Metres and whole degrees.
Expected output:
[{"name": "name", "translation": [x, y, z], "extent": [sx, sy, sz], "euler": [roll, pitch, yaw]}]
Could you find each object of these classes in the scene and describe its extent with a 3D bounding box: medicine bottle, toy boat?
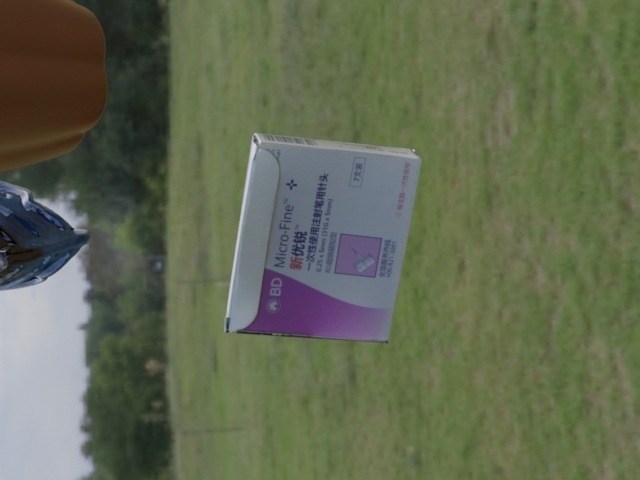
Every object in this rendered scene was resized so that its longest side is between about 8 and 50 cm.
[{"name": "medicine bottle", "translation": [0.000, 0.000, 1.185], "extent": [0.052, 0.171, 0.201], "euler": [-116, 35, -67]}, {"name": "toy boat", "translation": [-0.382, -0.010, 1.301], "extent": [0.142, 0.309, 0.129], "euler": [-37, -54, -57]}]

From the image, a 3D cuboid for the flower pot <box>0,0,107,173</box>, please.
[{"name": "flower pot", "translation": [-0.265, -0.133, 0.921], "extent": [0.190, 0.173, 0.191], "euler": [6, 98, 45]}]
